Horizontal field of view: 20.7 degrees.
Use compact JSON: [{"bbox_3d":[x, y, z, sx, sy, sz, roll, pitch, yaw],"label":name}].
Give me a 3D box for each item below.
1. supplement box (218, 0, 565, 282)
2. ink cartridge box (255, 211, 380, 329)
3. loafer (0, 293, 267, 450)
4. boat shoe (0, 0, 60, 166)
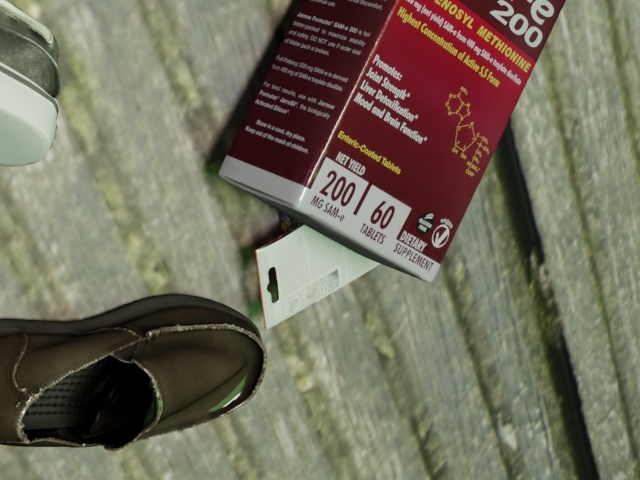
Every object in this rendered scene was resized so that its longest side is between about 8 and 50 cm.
[{"bbox_3d":[0.055,-0.112,0.987,0.130,0.073,0.239,28,86,-46],"label":"supplement box"},{"bbox_3d":[0.000,0.000,1.058,0.115,0.029,0.062,-30,132,-30],"label":"ink cartridge box"},{"bbox_3d":[-0.107,0.085,0.959,0.220,0.078,0.080,-6,118,-44],"label":"loafer"},{"bbox_3d":[-0.199,-0.105,0.759,0.219,0.078,0.070,33,54,-47],"label":"boat shoe"}]
